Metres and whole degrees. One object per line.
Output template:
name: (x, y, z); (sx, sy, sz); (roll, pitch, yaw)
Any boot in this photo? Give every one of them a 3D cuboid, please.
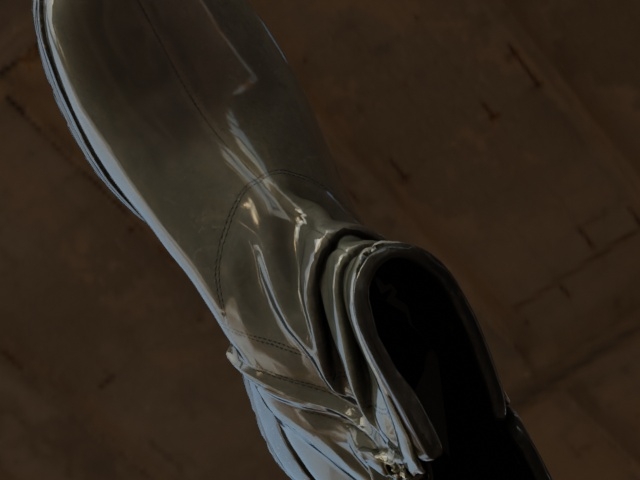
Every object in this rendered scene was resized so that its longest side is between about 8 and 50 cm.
boot: (0.000, 0.000, 0.517); (0.083, 0.161, 0.247); (-32, -76, -15)
